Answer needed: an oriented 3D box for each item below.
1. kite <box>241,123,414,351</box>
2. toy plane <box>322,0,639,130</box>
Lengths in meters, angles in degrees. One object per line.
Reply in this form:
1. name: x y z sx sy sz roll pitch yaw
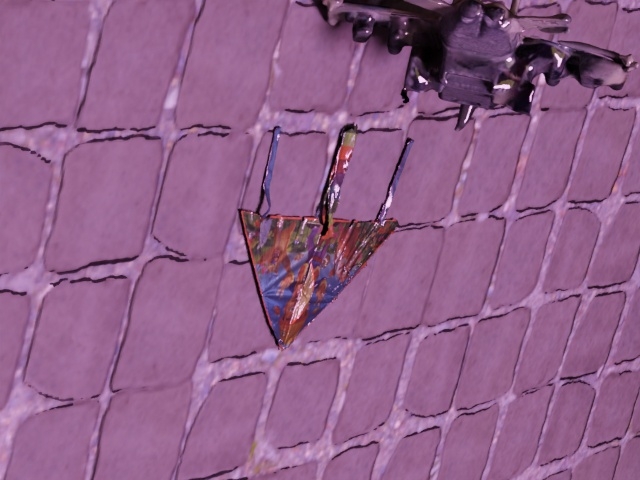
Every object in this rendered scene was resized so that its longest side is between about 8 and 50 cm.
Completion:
1. kite: 0.000 0.000 1.297 0.183 0.010 0.160 1 109 -55
2. toy plane: 0.097 -0.110 1.247 0.262 0.192 0.088 86 17 -75
